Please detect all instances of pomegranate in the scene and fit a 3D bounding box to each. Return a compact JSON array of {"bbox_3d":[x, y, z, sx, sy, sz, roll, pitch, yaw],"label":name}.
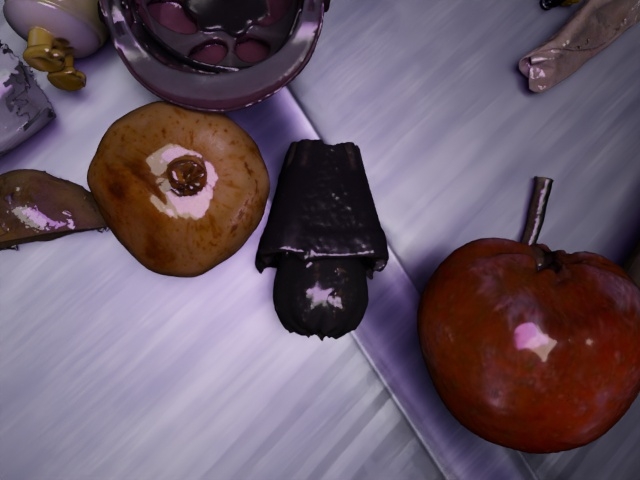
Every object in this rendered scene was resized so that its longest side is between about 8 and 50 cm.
[{"bbox_3d":[-0.168,-0.060,0.814,0.215,0.215,0.215,0,87,-10],"label":"pomegranate"}]

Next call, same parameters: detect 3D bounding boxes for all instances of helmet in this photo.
[{"bbox_3d":[-0.127,-0.312,0.840,0.270,0.197,0.338,-9,92,-3],"label":"helmet"}]

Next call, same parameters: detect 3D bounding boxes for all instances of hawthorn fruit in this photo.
[{"bbox_3d":[0.267,0.126,0.854,0.284,0.284,0.284,0,87,-10],"label":"hawthorn fruit"}]

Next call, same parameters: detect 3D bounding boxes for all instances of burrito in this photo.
[{"bbox_3d":[0.383,-0.301,0.991,0.226,0.060,0.087,-40,115,-10],"label":"burrito"}]

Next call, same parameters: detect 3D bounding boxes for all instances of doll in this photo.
[{"bbox_3d":[-0.302,-0.339,0.844,0.117,0.141,0.296,12,81,19],"label":"doll"}]

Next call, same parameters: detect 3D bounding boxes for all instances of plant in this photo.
[{"bbox_3d":[0.000,0.000,0.877,0.164,0.142,0.256,6,75,-9],"label":"plant"}]

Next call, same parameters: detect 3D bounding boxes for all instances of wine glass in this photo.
[{"bbox_3d":[-0.479,-0.116,0.804,0.321,0.143,0.143,-36,93,-12],"label":"wine glass"}]

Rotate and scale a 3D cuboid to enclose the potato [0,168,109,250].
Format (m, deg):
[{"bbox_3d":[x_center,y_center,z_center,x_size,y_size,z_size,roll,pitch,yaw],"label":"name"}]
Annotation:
[{"bbox_3d":[-0.348,-0.046,0.843,0.172,0.089,0.101,-8,86,-8],"label":"potato"}]

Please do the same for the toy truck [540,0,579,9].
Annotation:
[{"bbox_3d":[0.353,-0.388,0.999,0.054,0.049,0.083,-9,90,-12],"label":"toy truck"}]

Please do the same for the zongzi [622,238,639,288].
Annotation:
[{"bbox_3d":[0.597,0.093,0.972,0.360,0.160,0.323,34,88,-13],"label":"zongzi"}]

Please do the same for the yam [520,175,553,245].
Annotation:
[{"bbox_3d":[0.308,-0.028,0.987,0.027,0.033,0.129,16,89,-33],"label":"yam"}]
